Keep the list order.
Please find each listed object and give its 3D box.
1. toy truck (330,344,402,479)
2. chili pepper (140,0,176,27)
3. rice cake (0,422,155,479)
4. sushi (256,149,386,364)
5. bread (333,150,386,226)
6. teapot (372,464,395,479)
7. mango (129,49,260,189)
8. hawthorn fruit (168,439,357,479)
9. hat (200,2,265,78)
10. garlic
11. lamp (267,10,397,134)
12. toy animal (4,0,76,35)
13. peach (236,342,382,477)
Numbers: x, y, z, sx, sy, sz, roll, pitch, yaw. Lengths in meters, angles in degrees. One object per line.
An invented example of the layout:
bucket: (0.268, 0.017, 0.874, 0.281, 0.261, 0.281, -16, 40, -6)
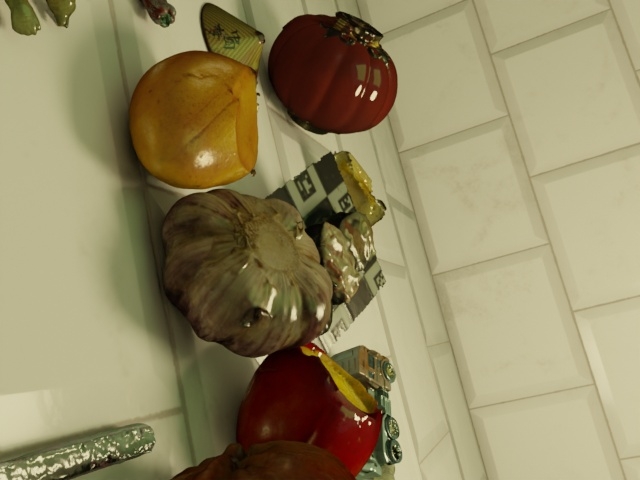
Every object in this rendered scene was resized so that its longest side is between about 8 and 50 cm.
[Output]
toy truck: (0.065, 0.315, 1.122, 0.140, 0.108, 0.257, 40, 38, -36)
chili pepper: (-0.252, -0.369, 0.915, 0.153, 0.041, 0.050, 62, -7, 20)
rice cake: (-0.215, 0.188, 0.524, 0.207, 0.033, 0.033, 17, 56, -68)
sushi: (0.017, 0.042, 1.010, 0.373, 0.100, 0.296, -42, 115, -45)
bread: (0.065, -0.100, 1.436, 0.169, 0.140, 0.160, 44, 22, -49)
teapot: (0.129, 0.483, 1.238, 0.083, 0.057, 0.067, -63, 171, -69)
mango: (-0.169, -0.155, 0.809, 0.257, 0.138, 0.187, -51, 126, -67)
hawthorn fruit: (-0.050, 0.316, 0.571, 0.262, 0.258, 0.258, 47, 14, 12)
hat: (-0.144, -0.375, 1.172, 0.193, 0.082, 0.193, -17, 90, -71)
garlic: (-0.102, 0.045, 0.796, 0.245, 0.160, 0.245, 28, 41, -27)
lamp: (0.029, -0.372, 1.379, 0.303, 0.257, 0.303, 24, 28, -14)
toy animal: (-0.317, -0.305, 0.615, 0.219, 0.103, 0.101, 50, 4, -41)
peach: (-0.009, 0.222, 0.821, 0.226, 0.189, 0.196, -58, 153, -48)
